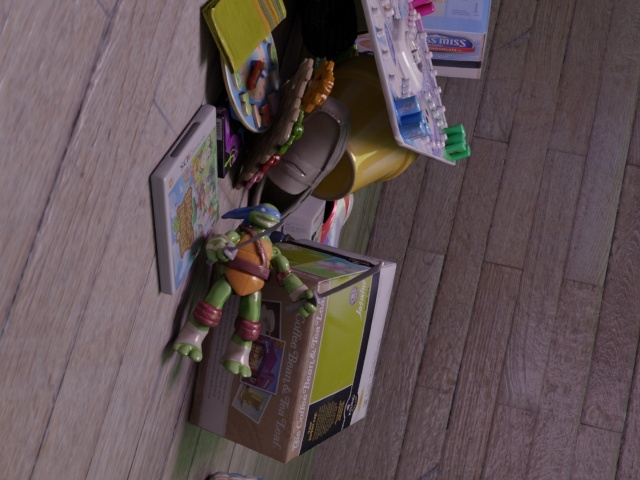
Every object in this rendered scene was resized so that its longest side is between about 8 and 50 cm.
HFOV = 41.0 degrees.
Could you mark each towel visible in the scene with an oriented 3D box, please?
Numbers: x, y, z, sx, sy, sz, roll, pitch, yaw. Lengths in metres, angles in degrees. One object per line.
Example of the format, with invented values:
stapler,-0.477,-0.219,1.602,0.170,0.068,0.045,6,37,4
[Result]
towel,-0.106,-0.339,1.270,0.102,0.021,0.237,65,28,-26

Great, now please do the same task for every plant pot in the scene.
plant pot,0.055,-0.204,1.693,0.239,0.254,0.254,-46,150,-43

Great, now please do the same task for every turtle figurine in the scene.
turtle figurine,-0.102,0.080,1.321,0.198,0.275,0.266,22,93,-60

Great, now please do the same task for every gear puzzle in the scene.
gear puzzle,-0.046,-0.202,1.400,0.339,0.044,0.175,-35,-145,60

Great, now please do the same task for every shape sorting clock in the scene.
shape sorting clock,-0.104,-0.269,1.323,0.206,0.040,0.206,0,90,-72

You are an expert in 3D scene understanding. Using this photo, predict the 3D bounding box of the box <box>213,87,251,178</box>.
box,-0.139,-0.191,1.366,0.162,0.029,0.116,-70,168,-48

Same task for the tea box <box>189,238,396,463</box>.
tea box,-0.045,0.186,1.595,0.323,0.220,0.329,-8,111,-62

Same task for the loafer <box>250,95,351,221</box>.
loafer,-0.041,-0.131,1.558,0.111,0.112,0.319,-57,180,-43

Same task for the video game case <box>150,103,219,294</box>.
video game case,-0.191,-0.059,1.244,0.193,0.023,0.212,-67,166,-48

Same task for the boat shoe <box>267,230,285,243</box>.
boat shoe,-0.098,0.109,1.808,0.109,0.089,0.258,-33,134,-77

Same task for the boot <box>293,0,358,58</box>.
boot,0.037,-0.548,1.618,0.348,0.131,0.260,-64,160,-17

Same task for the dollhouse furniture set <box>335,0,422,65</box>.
dollhouse furniture set,0.128,-0.485,1.904,0.151,0.197,0.301,-75,159,-65

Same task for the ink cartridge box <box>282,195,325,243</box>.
ink cartridge box,-0.045,-0.006,2.023,0.127,0.072,0.175,-59,160,-61

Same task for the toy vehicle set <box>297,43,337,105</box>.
toy vehicle set,-0.008,-0.352,1.909,0.267,0.035,0.166,-24,126,-78

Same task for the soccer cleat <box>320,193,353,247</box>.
soccer cleat,0.000,0.000,2.276,0.116,0.108,0.318,10,96,-58

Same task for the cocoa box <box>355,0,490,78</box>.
cocoa box,0.257,-0.579,2.191,0.228,0.347,0.231,72,27,-70

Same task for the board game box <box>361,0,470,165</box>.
board game box,0.175,-0.348,1.591,0.390,0.050,0.390,2,74,-67

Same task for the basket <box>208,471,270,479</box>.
basket,-0.167,0.589,1.671,0.289,0.201,0.255,-81,-178,-81

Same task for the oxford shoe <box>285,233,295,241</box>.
oxford shoe,-0.068,0.090,1.951,0.083,0.096,0.227,-57,156,-60
